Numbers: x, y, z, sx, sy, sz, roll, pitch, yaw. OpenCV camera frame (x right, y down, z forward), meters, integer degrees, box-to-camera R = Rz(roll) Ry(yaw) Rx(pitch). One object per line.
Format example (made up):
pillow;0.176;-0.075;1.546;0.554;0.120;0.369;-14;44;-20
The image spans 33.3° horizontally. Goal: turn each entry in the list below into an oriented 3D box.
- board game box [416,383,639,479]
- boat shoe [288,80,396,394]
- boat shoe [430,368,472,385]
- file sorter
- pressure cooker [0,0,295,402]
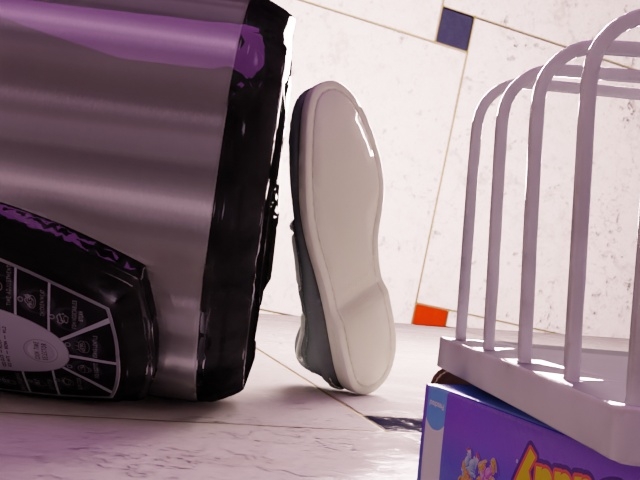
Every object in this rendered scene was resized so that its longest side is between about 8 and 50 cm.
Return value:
board game box;0.210;0.125;0.432;0.233;0.078;0.347;5;-1;-16
boat shoe;0.000;0.000;1.071;0.099;0.319;0.116;8;24;42
boat shoe;0.173;0.128;0.820;0.207;0.073;0.073;5;-3;30
file sorter;0.181;-0.003;0.488;0.193;0.173;0.277;5;0;-6
pressure cooker;-0.244;-0.054;0.942;0.420;0.370;0.375;9;-4;-2
